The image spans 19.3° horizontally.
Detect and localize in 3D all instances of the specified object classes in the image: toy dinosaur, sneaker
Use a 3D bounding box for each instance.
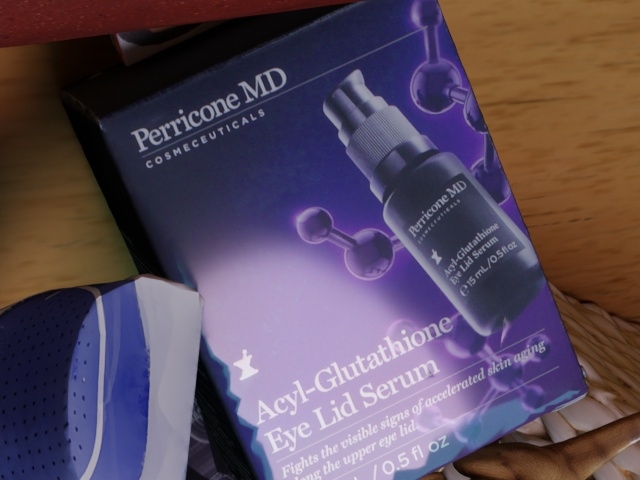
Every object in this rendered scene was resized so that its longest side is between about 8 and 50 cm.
[{"bbox_3d":[0.096,0.106,0.838,0.211,0.112,0.064,-27,102,-11],"label":"toy dinosaur"},{"bbox_3d":[-0.187,0.091,0.780,0.182,0.127,0.315,13,160,-28],"label":"sneaker"}]

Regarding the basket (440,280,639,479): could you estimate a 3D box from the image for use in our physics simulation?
[{"bbox_3d":[0.137,0.200,1.046,0.328,0.331,0.266,24,104,-50],"label":"basket"}]

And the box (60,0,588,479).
[{"bbox_3d":[0.000,0.000,0.818,0.153,0.108,0.207,-27,107,-10],"label":"box"}]

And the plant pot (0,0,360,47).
[{"bbox_3d":[-0.061,-0.187,0.485,0.267,0.267,0.236,-8,157,-5],"label":"plant pot"}]

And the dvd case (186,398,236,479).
[{"bbox_3d":[-0.042,0.121,0.921,0.164,0.221,0.018,-38,165,6],"label":"dvd case"}]

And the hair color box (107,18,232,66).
[{"bbox_3d":[-0.031,-0.135,0.773,0.141,0.043,0.072,-26,144,-9],"label":"hair color box"}]
